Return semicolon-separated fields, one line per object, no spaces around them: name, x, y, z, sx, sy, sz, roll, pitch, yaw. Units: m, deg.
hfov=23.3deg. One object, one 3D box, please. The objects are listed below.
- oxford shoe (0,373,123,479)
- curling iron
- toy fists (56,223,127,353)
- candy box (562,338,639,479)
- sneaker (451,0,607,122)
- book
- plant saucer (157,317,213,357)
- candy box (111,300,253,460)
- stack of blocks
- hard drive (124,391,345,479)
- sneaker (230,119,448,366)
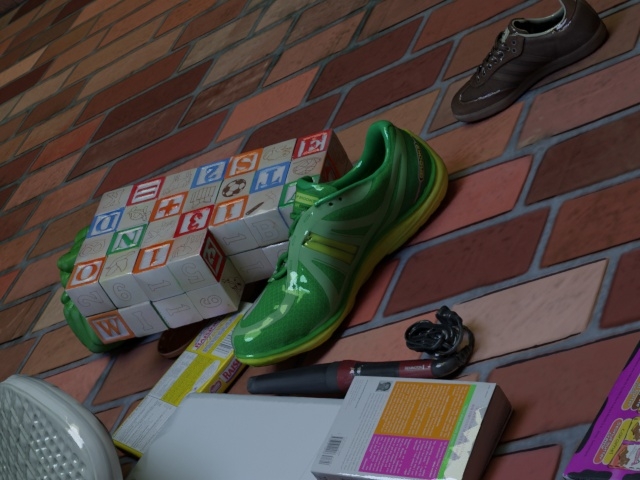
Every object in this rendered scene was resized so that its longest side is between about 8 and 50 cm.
oxford shoe;-0.257;0.212;1.502;0.130;0.169;0.449;-6;-6;-25
curling iron;0.033;0.115;1.416;0.274;0.035;0.068;-19;29;42
toy fists;-0.258;0.044;1.922;0.142;0.096;0.279;-41;25;6
candy box;0.285;0.113;0.971;0.233;0.071;0.159;-6;43;55
sneaker;0.204;-0.197;1.624;0.188;0.071;0.066;-32;26;24
book;0.070;0.157;1.244;0.144;0.035;0.096;2;51;38
plant saucer;-0.150;0.101;1.756;0.083;0.013;0.083;-35;25;19
candy box;-0.131;0.148;1.630;0.206;0.027;0.105;-50;22;-16
stack of blocks;-0.113;-0.004;1.694;0.297;0.087;0.171;-15;36;22
hard drive;-0.084;0.228;1.405;0.307;0.040;0.203;-5;44;54
sneaker;0.000;0.000;1.550;0.295;0.123;0.109;-50;25;-15
